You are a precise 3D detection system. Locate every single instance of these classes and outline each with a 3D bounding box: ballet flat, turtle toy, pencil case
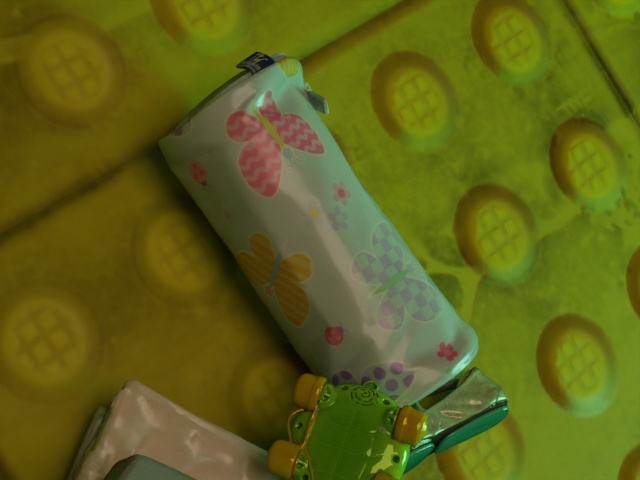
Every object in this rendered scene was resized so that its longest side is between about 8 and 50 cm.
[{"bbox_3d":[0.071,0.141,1.101,0.168,0.057,0.052,-20,63,-38],"label":"ballet flat"},{"bbox_3d":[0.014,0.154,0.986,0.095,0.066,0.130,18,70,12],"label":"turtle toy"},{"bbox_3d":[0.000,0.000,1.057,0.124,0.113,0.273,-37,96,-46],"label":"pencil case"}]

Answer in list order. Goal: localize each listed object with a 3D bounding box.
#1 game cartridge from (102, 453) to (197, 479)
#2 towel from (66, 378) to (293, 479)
[{"bbox_3d":[-0.051,0.279,0.899,0.294,0.060,0.196,45,50,-11],"label":"game cartridge"},{"bbox_3d":[-0.067,0.305,0.962,0.317,0.053,0.332,32,61,-18],"label":"towel"}]
